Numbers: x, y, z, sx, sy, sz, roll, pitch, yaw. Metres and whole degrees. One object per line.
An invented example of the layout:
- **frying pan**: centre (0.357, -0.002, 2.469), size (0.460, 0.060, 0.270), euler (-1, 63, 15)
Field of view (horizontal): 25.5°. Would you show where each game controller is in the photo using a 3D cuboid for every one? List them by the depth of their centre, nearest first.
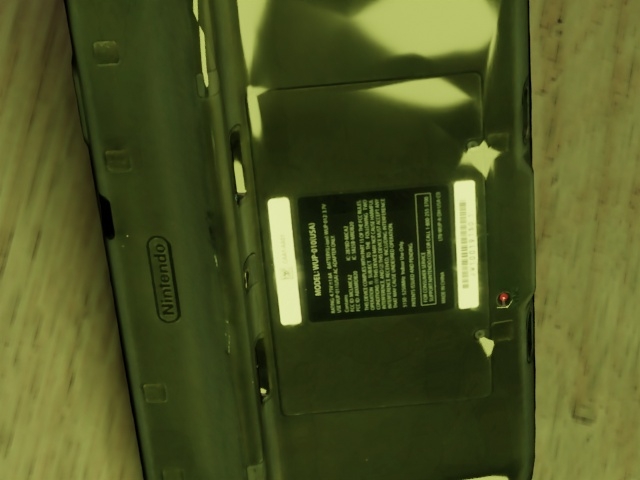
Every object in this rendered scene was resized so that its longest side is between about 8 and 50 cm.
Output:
- **game controller**: centre (0.000, 0.000, 0.548), size (0.167, 0.067, 0.319), euler (-9, 117, -8)
